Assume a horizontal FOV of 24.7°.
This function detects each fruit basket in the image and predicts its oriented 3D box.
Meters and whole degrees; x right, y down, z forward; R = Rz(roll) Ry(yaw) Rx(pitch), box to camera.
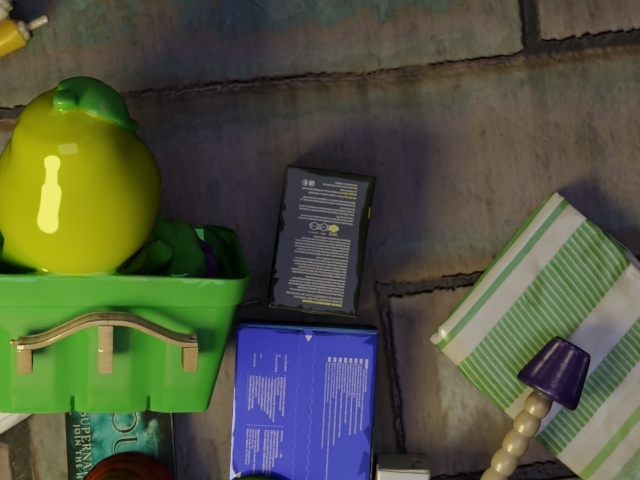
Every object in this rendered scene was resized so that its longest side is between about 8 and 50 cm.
[{"bbox_3d":[-0.261,-0.005,1.554,0.392,0.283,0.392,-2,104,-8],"label":"fruit basket"}]

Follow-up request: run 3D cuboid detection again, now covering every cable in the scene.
[{"bbox_3d":[-0.450,-0.206,1.658,0.287,0.072,0.139,-43,88,0],"label":"cable"}]

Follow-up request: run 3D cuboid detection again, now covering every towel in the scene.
[{"bbox_3d":[0.322,0.132,1.727,0.325,0.038,0.248,40,91,-5],"label":"towel"}]

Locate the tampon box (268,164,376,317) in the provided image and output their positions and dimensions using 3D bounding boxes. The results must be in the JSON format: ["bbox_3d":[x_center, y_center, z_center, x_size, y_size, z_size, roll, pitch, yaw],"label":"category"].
[{"bbox_3d":[0.000,0.000,1.662,0.101,0.120,0.161,8,92,-2],"label":"tampon box"}]

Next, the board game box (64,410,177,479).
[{"bbox_3d":[-0.228,0.252,1.684,0.126,0.026,0.186,-5,76,-3],"label":"board game box"}]

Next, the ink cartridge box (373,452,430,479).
[{"bbox_3d":[0.089,0.327,1.685,0.063,0.109,0.150,4,92,1],"label":"ink cartridge box"}]

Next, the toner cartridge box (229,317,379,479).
[{"bbox_3d":[-0.023,0.269,1.693,0.165,0.075,0.347,3,92,-2],"label":"toner cartridge box"}]

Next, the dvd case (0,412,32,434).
[{"bbox_3d":[-0.439,0.128,1.693,0.179,0.029,0.238,-32,94,-2],"label":"dvd case"}]

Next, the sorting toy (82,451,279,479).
[{"bbox_3d":[-0.101,0.308,1.582,0.366,0.126,0.127,11,76,7],"label":"sorting toy"}]

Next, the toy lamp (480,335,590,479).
[{"bbox_3d":[0.222,0.238,1.668,0.080,0.080,0.274,29,90,-3],"label":"toy lamp"}]

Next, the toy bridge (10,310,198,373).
[{"bbox_3d":[-0.217,0.103,1.475,0.188,0.026,0.063,0,120,-9],"label":"toy bridge"}]
